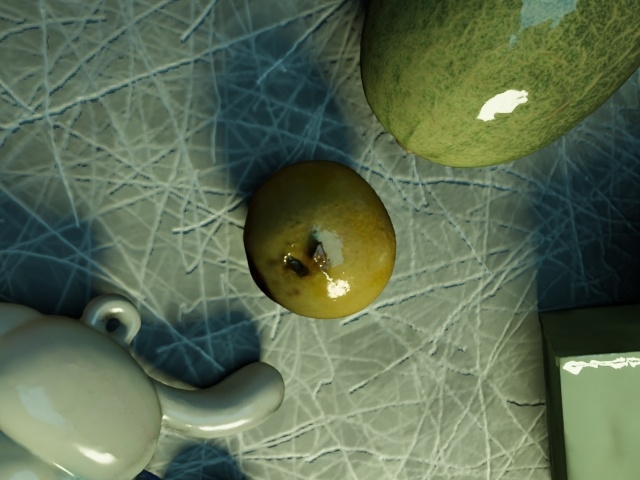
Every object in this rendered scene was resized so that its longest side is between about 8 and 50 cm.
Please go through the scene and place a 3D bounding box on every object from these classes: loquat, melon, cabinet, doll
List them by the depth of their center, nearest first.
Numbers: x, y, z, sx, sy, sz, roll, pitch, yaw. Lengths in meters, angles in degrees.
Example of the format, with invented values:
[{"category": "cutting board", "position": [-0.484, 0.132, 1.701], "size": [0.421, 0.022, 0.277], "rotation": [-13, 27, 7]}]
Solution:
[{"category": "melon", "position": [0.174, -0.212, 0.949], "size": [0.248, 0.248, 0.329], "rotation": [39, 97, -19]}, {"category": "doll", "position": [-0.254, 0.216, 0.960], "size": [0.376, 0.187, 0.365], "rotation": [21, 83, -7]}, {"category": "loquat", "position": [0.000, 0.000, 0.994], "size": [0.163, 0.163, 0.137], "rotation": [41, 109, -19]}, {"category": "cabinet", "position": [0.312, 0.186, 1.098], "size": [0.150, 0.145, 0.206], "rotation": [-5, 103, 5]}]
